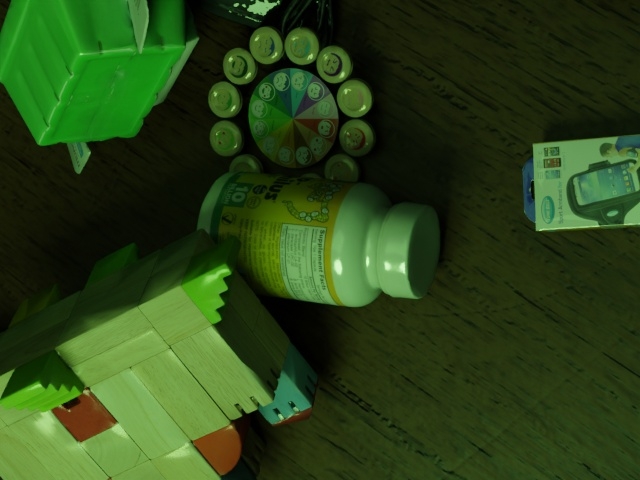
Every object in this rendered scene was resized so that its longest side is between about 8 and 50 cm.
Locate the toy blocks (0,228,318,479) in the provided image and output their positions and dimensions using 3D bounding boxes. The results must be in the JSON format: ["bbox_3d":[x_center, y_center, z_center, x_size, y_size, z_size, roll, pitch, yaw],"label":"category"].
[{"bbox_3d":[-0.159,0.167,1.410,0.381,0.190,0.261,-27,114,23],"label":"toy blocks"}]

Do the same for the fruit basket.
[{"bbox_3d":[-0.235,-0.289,1.475,0.327,0.166,0.353,131,133,-57],"label":"fruit basket"}]

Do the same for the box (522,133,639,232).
[{"bbox_3d":[0.244,-0.050,1.331,0.136,0.028,0.081,-4,85,24],"label":"box"}]

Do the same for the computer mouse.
[{"bbox_3d":[-0.096,-0.295,1.490,0.272,0.072,0.188,21,96,26],"label":"computer mouse"}]

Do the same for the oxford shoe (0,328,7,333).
[{"bbox_3d":[-0.294,0.145,1.571,0.212,0.076,0.076,8,120,24],"label":"oxford shoe"}]

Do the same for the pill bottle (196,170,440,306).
[{"bbox_3d":[0.000,0.000,1.395,0.208,0.117,0.117,7,89,24],"label":"pill bottle"}]

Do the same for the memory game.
[{"bbox_3d":[-0.030,-0.117,1.455,0.186,0.012,0.186,5,103,25],"label":"memory game"}]
